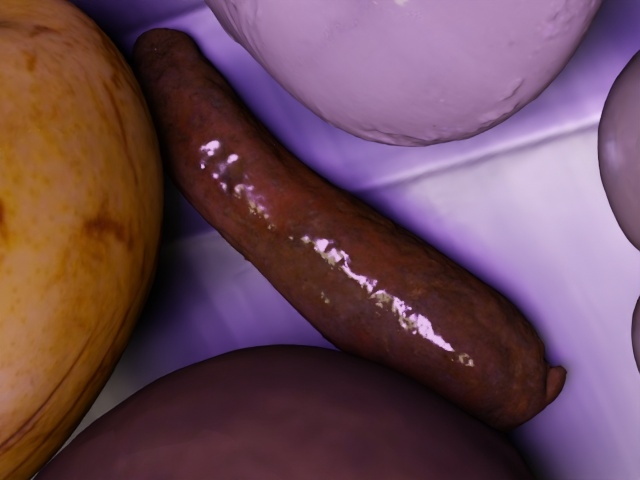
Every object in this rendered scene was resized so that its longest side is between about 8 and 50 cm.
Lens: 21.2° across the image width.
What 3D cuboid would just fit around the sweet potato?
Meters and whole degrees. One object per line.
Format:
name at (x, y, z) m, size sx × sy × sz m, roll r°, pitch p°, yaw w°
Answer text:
sweet potato at (0.000, 0.000, 0.836) m, size 0.273 × 0.075 × 0.075 m, roll 40°, pitch 109°, yaw 7°

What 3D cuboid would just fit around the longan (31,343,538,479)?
longan at (-0.025, 0.207, 0.768) m, size 0.318 × 0.319 × 0.319 m, roll 3°, pitch 103°, yaw 14°

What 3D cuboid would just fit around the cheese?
cheese at (0.042, -0.132, 0.745) m, size 0.154 × 0.189 × 0.198 m, roll 28°, pitch 113°, yaw -27°

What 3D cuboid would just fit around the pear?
pear at (-0.207, -0.001, 0.781) m, size 0.280 × 0.281 × 0.281 m, roll 3°, pitch 103°, yaw 14°

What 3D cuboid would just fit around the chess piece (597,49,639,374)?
chess piece at (0.212, 0.062, 0.748) m, size 0.182 × 0.182 × 0.330 m, roll -14°, pitch 94°, yaw 17°
